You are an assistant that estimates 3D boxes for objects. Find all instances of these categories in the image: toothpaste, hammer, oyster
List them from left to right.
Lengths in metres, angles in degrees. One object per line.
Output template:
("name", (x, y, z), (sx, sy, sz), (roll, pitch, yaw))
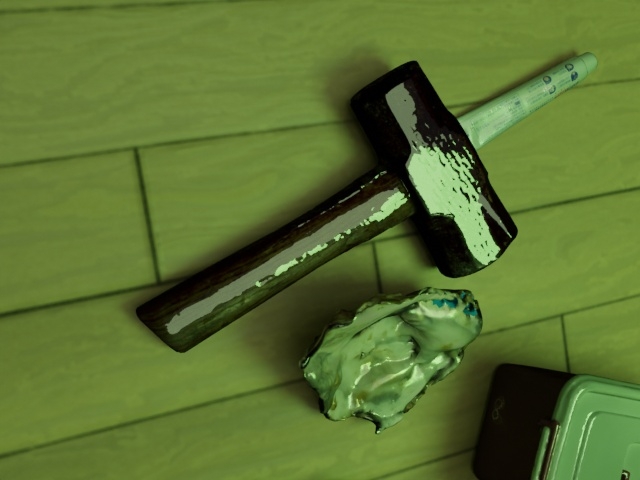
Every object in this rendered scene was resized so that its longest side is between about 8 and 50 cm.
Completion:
("hammer", (0.000, 0.000, 0.696), (0.408, 0.095, 0.243), (-31, 102, -12))
("oyster", (0.077, 0.112, 0.705), (0.214, 0.083, 0.223), (-39, 139, -6))
("toothpaste", (0.252, -0.175, 0.797), (0.218, 0.033, 0.052), (-31, 100, -11))

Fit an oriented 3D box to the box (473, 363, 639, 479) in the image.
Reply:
("box", (0.339, 0.258, 0.774), (0.293, 0.167, 0.194), (15, 86, -18))
